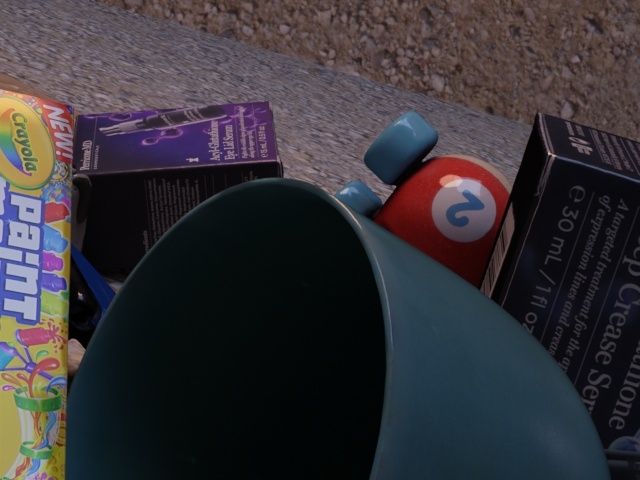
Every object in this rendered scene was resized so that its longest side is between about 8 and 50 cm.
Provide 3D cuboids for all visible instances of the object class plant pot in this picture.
[{"bbox_3d":[0.022,0.143,0.903,0.235,0.293,0.293,25,8,-35],"label":"plant pot"}]

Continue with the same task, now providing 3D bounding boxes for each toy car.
[{"bbox_3d":[0.072,0.039,1.513,0.219,0.210,0.238,44,41,7],"label":"toy car"}]

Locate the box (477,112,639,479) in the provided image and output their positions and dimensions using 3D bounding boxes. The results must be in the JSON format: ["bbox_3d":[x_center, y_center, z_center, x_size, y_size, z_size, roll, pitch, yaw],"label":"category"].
[{"bbox_3d":[0.327,0.099,1.357,0.396,0.293,0.212,17,15,0],"label":"box"}]

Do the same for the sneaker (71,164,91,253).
[{"bbox_3d":[-0.267,-0.015,1.418,0.086,0.132,0.229,20,14,10],"label":"sneaker"}]

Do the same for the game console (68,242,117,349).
[{"bbox_3d":[-0.227,0.085,1.160,0.250,0.173,0.293,52,-4,-21],"label":"game console"}]

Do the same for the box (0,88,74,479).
[{"bbox_3d":[-0.284,0.057,0.822,0.279,0.177,0.290,12,44,-20],"label":"box"}]

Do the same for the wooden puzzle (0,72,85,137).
[{"bbox_3d":[-0.402,-0.130,1.826,0.348,0.080,0.322,22,14,37],"label":"wooden puzzle"}]

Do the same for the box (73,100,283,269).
[{"bbox_3d":[-0.143,-0.056,1.603,0.207,0.108,0.153,-5,28,-5],"label":"box"}]
